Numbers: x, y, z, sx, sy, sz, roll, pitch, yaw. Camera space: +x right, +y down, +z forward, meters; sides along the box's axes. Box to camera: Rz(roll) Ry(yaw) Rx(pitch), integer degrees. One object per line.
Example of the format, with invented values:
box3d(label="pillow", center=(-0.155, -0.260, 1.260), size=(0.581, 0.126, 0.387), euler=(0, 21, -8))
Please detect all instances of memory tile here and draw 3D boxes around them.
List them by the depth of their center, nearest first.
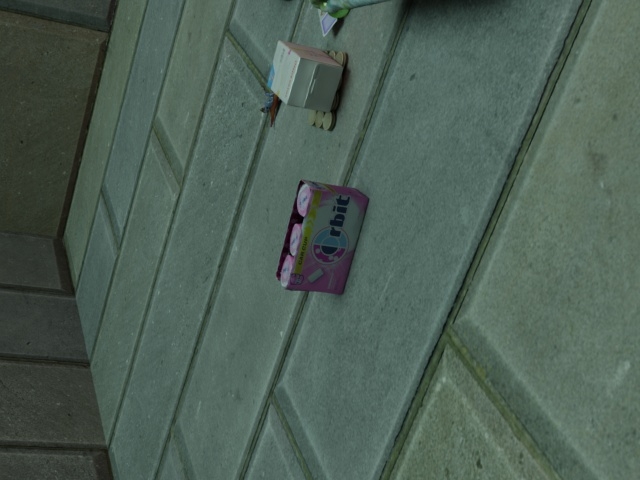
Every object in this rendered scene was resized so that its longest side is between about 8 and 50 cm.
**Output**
box3d(label="memory tile", center=(0.013, -0.282, 1.883), size=(0.113, 0.012, 0.148), euler=(-153, 72, -64))

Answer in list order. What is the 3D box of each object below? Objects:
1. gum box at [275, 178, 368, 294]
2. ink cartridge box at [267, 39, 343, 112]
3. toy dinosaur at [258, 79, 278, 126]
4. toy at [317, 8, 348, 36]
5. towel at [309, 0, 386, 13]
box3d(label="gum box", center=(0.000, 0.000, 1.710), size=(0.062, 0.107, 0.188), euler=(-137, 59, -61))
box3d(label="ink cartridge box", center=(-0.027, -0.299, 1.849), size=(0.143, 0.089, 0.092), euler=(52, 129, 57))
box3d(label="toy dinosaur", center=(-0.092, -0.299, 2.108), size=(0.082, 0.047, 0.090), euler=(-34, 86, 48))
box3d(label="toy", center=(0.007, -0.515, 1.908), size=(0.137, 0.056, 0.237), euler=(-49, 42, 38))
box3d(label="towel", center=(0.131, -0.499, 1.477), size=(0.321, 0.090, 0.374), euler=(-60, 23, -6))
